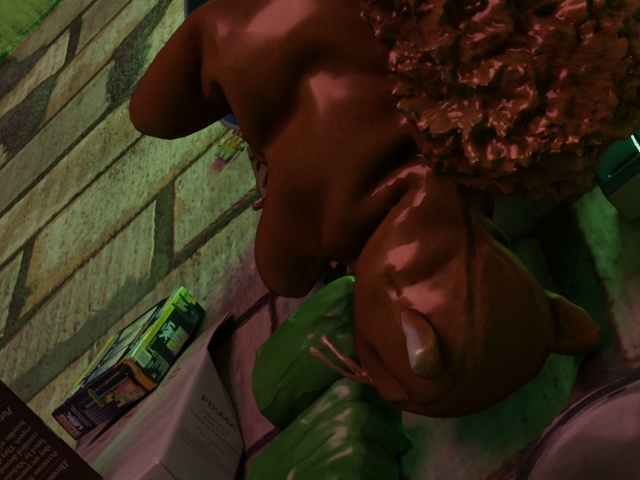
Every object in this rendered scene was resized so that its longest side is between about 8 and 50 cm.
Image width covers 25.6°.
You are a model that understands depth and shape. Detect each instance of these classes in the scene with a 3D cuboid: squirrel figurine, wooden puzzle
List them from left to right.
[{"bbox_3d":[-0.124,-0.132,1.963,0.049,0.006,0.083,-51,25,-3],"label":"wooden puzzle"},{"bbox_3d":[0.086,-0.067,1.099,0.397,0.281,0.370,-48,52,39],"label":"squirrel figurine"}]

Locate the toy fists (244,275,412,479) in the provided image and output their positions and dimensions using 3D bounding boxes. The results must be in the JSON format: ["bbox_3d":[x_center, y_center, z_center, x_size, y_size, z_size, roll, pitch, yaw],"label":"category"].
[{"bbox_3d":[0.013,0.147,1.234,0.142,0.096,0.279,-47,24,31],"label":"toy fists"}]

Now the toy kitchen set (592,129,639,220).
[{"bbox_3d":[0.235,-0.151,1.195,0.122,0.166,0.207,-41,25,18],"label":"toy kitchen set"}]

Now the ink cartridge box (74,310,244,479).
[{"bbox_3d":[-0.205,0.261,1.492,0.308,0.091,0.385,-42,9,17],"label":"ink cartridge box"}]

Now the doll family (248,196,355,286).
[{"bbox_3d":[0.000,0.000,1.418,0.076,0.193,0.111,-9,-63,-64],"label":"doll family"}]

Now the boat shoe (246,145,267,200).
[{"bbox_3d":[-0.033,-0.084,1.605,0.122,0.120,0.324,-42,25,18],"label":"boat shoe"}]

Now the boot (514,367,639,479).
[{"bbox_3d":[0.232,0.147,0.887,0.246,0.083,0.161,-46,30,12],"label":"boot"}]

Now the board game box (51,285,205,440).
[{"bbox_3d":[-0.220,0.141,1.637,0.141,0.048,0.170,-36,11,29],"label":"board game box"}]

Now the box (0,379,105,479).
[{"bbox_3d":[-0.353,0.228,1.368,0.167,0.203,0.168,-49,10,-23],"label":"box"}]

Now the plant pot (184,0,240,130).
[{"bbox_3d":[0.023,-0.258,1.538,0.271,0.255,0.271,12,104,59],"label":"plant pot"}]
